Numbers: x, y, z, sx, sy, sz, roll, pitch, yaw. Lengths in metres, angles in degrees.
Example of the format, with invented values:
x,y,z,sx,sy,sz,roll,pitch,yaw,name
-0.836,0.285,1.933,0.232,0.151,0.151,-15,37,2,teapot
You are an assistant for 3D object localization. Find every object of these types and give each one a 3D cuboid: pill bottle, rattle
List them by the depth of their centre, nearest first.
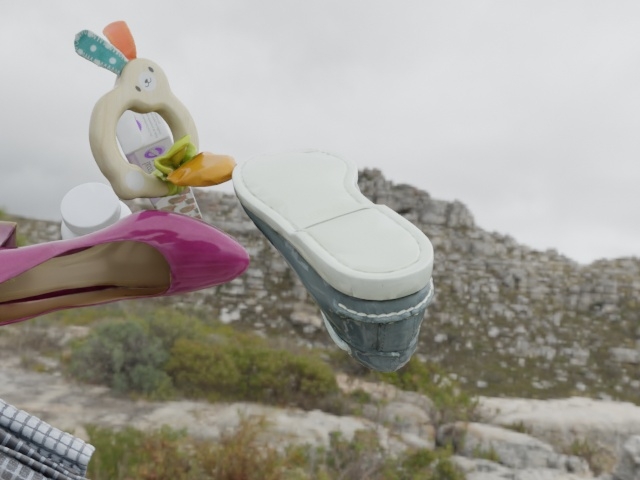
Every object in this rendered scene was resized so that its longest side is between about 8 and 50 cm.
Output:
x,y,z,sx,sy,sz,roll,pitch,yaw,name
-0.172,-0.146,0.776,0.130,0.199,0.143,-8,1,-25,rattle
-0.369,0.003,1.286,0.121,0.121,0.216,5,-34,2,pill bottle

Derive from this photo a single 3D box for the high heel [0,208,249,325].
x,y,z,sx,sy,sz,roll,pitch,yaw,name
-0.275,0.059,0.900,0.377,0.127,0.181,-1,37,-3,high heel

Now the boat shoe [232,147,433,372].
x,y,z,sx,sy,sz,roll,pitch,yaw,name
0.000,0.000,0.660,0.116,0.099,0.319,-14,28,-16,boat shoe

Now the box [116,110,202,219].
x,y,z,sx,sy,sz,roll,pitch,yaw,name
-0.230,-0.096,1.093,0.063,0.067,0.324,-25,-14,-9,box

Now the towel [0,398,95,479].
x,y,z,sx,sy,sz,roll,pitch,yaw,name
-0.465,0.361,1.047,0.235,0.283,0.121,30,28,-6,towel
